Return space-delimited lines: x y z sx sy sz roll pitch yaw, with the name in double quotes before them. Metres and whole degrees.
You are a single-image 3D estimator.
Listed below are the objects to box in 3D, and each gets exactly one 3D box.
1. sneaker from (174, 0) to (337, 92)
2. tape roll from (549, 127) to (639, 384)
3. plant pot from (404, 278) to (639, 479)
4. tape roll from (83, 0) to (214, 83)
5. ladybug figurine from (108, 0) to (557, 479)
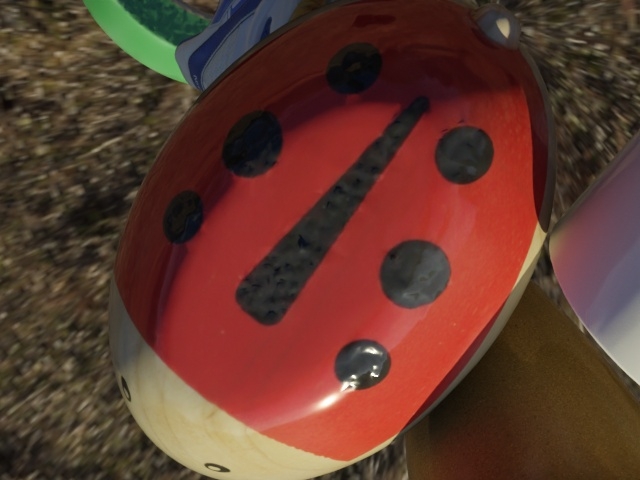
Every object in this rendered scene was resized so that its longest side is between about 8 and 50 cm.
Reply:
"sneaker" -0.025 -0.248 1.617 0.131 0.112 0.296 19 74 29
"tape roll" 0.318 0.011 1.441 0.246 0.246 0.169 39 118 0
"plant pot" 0.165 0.159 1.573 0.237 0.237 0.254 -23 62 7
"tape roll" -0.094 -0.315 1.925 0.321 0.077 0.321 4 75 -16
"ladybug figurine" 0.000 0.000 1.466 0.305 0.162 0.449 36 102 7
